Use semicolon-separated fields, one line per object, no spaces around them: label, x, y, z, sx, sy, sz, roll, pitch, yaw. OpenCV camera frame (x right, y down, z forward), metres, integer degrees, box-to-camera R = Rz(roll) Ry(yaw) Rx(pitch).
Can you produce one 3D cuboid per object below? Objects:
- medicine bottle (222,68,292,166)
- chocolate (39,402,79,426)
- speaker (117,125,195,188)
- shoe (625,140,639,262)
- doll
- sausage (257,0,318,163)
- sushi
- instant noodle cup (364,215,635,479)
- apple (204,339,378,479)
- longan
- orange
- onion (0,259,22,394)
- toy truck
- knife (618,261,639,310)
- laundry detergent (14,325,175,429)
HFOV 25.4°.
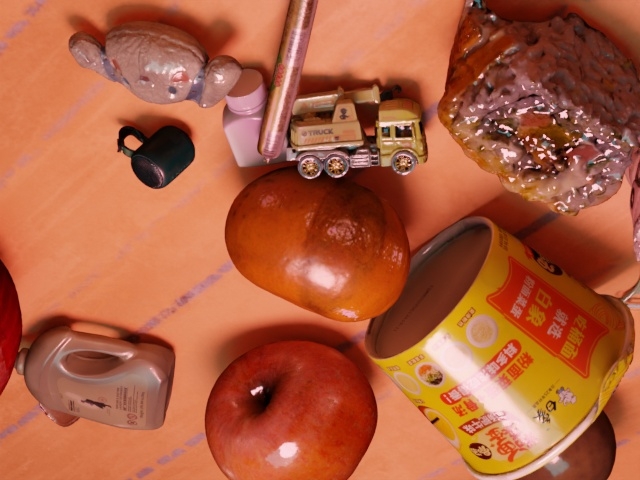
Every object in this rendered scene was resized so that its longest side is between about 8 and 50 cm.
medicine bottle;-0.079;-0.148;1.727;0.074;0.055;0.118;-6;138;14
chocolate;-0.406;0.258;2.297;0.064;0.031;0.100;45;128;-10
speaker;-0.212;-0.109;1.792;0.094;0.075;0.060;19;137;30
shoe;0.450;-0.103;1.546;0.171;0.198;0.351;11;141;-2
doll;-0.192;-0.208;1.671;0.214;0.072;0.103;11;146;11
sausage;-0.036;-0.200;1.631;0.032;0.033;0.269;13;124;-2
sushi;0.241;-0.151;1.582;0.274;0.139;0.184;32;138;-23
instant noodle cup;0.216;0.124;1.814;0.221;0.311;0.311;39;133;-17
apple;-0.037;0.266;2.075;0.253;0.254;0.253;7;140;6
longan;0.330;0.284;2.058;0.185;0.159;0.204;-12;122;38
orange;0.000;0.000;1.774;0.240;0.171;0.240;23;176;2
onion;-0.575;0.142;1.974;0.341;0.341;0.341;7;140;6
toy truck;0.042;-0.132;1.692;0.168;0.077;0.100;-2;112;8
knife;0.423;0.040;1.853;0.078;0.023;0.166;-4;140;7
laundry detergent;-0.354;0.203;2.173;0.253;0.091;0.181;12;139;-1
